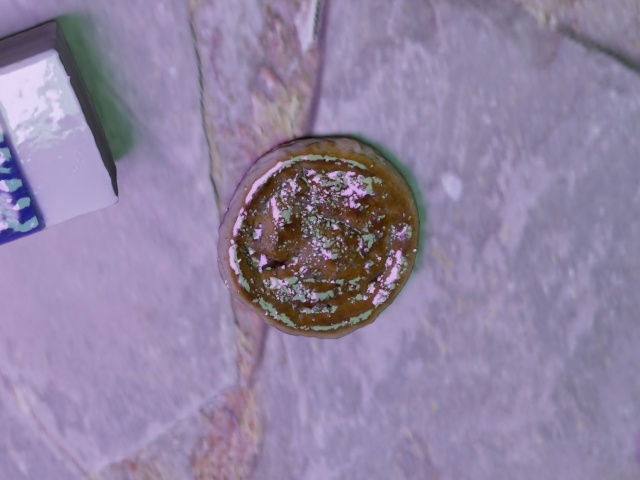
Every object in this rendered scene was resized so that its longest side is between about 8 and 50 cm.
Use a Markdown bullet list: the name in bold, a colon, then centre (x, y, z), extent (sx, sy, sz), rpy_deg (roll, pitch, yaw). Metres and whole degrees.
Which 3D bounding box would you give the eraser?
- **eraser**: centre (-0.288, -0.044, 1.355), extent (0.279, 0.081, 0.124), rpy_deg (-19, 113, 2)

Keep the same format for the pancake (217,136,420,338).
- **pancake**: centre (0.000, 0.000, 1.435), extent (0.158, 0.028, 0.158), rpy_deg (-2, 111, -5)
